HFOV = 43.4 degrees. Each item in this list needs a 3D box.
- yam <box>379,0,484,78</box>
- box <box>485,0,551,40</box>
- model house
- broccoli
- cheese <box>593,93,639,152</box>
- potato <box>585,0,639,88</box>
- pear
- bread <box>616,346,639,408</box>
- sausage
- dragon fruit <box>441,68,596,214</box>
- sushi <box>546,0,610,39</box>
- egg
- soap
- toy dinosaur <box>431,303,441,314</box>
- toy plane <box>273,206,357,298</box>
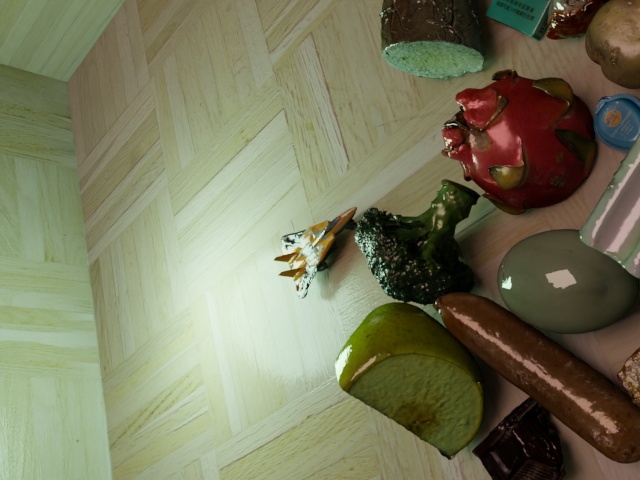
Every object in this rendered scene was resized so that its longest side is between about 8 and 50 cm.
[{"bbox_3d":[0.265,-0.563,1.921,0.241,0.241,0.348,-19,64,45],"label":"yam"},{"bbox_3d":[0.485,-0.583,1.806,0.161,0.042,0.226,43,114,44],"label":"box"},{"bbox_3d":[0.411,0.441,1.636,0.164,0.141,0.203,50,142,20],"label":"model house"},{"bbox_3d":[0.223,-0.003,1.797,0.297,0.297,0.297,40,108,46],"label":"broccoli"},{"bbox_3d":[0.626,-0.202,1.569,0.106,0.037,0.256,-58,46,25],"label":"cheese"},{"bbox_3d":[0.648,-0.401,1.504,0.296,0.141,0.192,-26,68,35],"label":"potato"},{"bbox_3d":[0.204,0.265,1.787,0.238,0.342,0.318,-49,22,14],"label":"pear"},{"bbox_3d":[0.649,0.229,1.404,0.222,0.096,0.181,-56,46,22],"label":"bread"},{"bbox_3d":[0.434,0.254,1.583,0.500,0.136,0.123,38,112,33],"label":"sausage"},{"bbox_3d":[0.399,-0.216,1.691,0.305,0.225,0.306,-17,67,46],"label":"dragon fruit"},{"bbox_3d":[0.583,-0.523,1.617,0.332,0.124,0.130,-21,68,44],"label":"sushi"},{"bbox_3d":[0.473,0.079,1.556,0.282,0.202,0.203,5,86,47],"label":"egg"},{"bbox_3d":[0.655,-0.144,1.348,0.156,0.261,0.446,42,112,45],"label":"soap"},{"bbox_3d":[0.257,0.123,1.912,0.055,0.049,0.154,-29,55,0],"label":"toy dinosaur"},{"bbox_3d":[0.009,0.002,2.197,0.316,0.103,0.204,-38,57,30],"label":"toy plane"}]
